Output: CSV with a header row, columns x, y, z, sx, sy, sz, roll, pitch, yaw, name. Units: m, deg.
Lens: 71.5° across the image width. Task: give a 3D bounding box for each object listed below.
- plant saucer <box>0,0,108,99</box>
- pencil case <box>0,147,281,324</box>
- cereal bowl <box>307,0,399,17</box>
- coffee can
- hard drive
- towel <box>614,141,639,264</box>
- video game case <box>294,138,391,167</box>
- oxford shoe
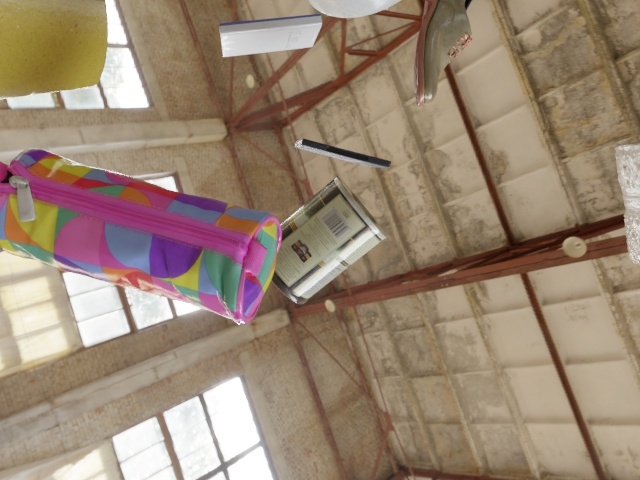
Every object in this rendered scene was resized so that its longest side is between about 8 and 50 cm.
x,y,z,sx,sy,sz,roll,pitch,yaw,name
-0.285,-0.260,0.277,0.080,0.333,0.333,-21,-70,12,plant saucer
-0.153,-0.005,0.372,0.236,0.104,0.105,15,-59,4,pencil case
0.084,-0.670,0.960,0.338,0.141,0.340,-5,-107,17,cereal bowl
0.000,0.000,1.131,0.275,0.201,0.202,-39,-111,9,coffee can
-0.170,-0.677,1.475,0.210,0.318,0.041,-159,-122,-79,hard drive
0.454,-0.035,0.547,0.049,0.282,0.187,-10,-83,9,towel
0.063,-0.270,1.390,0.196,0.273,0.026,-133,-125,-76,video game case
0.303,-0.487,1.083,0.130,0.123,0.349,10,-101,10,oxford shoe
